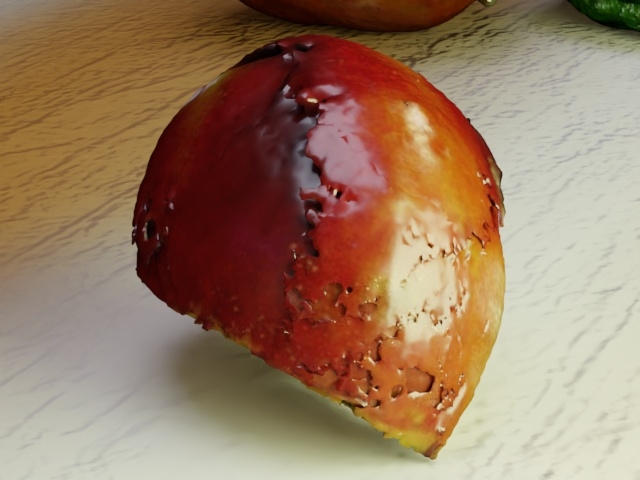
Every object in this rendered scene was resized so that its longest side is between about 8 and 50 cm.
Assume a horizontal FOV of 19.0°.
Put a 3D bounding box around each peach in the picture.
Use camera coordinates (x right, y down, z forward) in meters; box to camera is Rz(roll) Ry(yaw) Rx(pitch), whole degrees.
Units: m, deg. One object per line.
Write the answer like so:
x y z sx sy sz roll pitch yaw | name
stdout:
-0.005 -0.002 0.658 0.127 0.092 0.172 -40 33 18 | peach

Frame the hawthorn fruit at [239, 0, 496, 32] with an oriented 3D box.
0.029 -0.223 1.145 0.224 0.224 0.261 -14 39 -30 | hawthorn fruit

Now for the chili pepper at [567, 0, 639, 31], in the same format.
0.201 -0.158 1.137 0.122 0.065 0.279 -15 19 -21 | chili pepper
